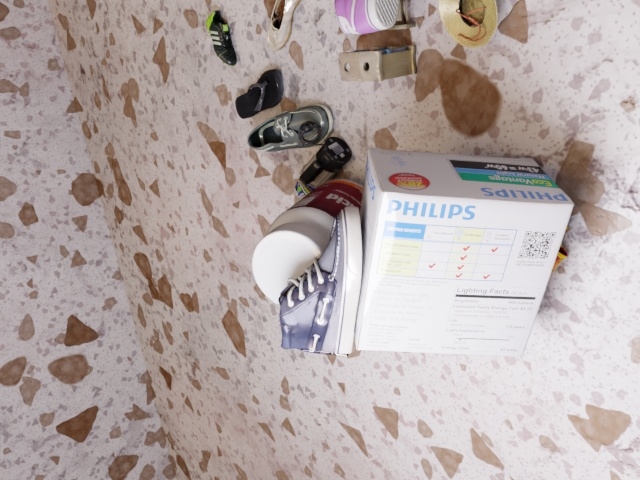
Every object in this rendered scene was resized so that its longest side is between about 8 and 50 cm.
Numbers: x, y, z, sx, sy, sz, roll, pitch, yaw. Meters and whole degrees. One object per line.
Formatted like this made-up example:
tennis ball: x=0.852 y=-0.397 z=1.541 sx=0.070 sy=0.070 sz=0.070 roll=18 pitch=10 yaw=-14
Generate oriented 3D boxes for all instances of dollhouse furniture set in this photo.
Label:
dollhouse furniture set: x=0.125 y=-0.463 z=1.338 sx=0.128 sy=0.129 sz=0.184 roll=16 pitch=120 yaw=45

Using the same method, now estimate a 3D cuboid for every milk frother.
milk frother: x=-0.013 y=-0.235 z=1.615 sx=0.134 sy=0.129 sz=0.143 roll=-43 pitch=67 yaw=49

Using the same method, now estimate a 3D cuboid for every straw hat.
straw hat: x=0.308 y=-0.464 z=1.178 sx=0.144 sy=0.061 sz=0.145 roll=36 pitch=148 yaw=27

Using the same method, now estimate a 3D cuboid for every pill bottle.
pill bottle: x=0.000 y=0.000 z=1.457 sx=0.223 sy=0.392 sz=0.224 roll=8 pitch=113 yaw=19

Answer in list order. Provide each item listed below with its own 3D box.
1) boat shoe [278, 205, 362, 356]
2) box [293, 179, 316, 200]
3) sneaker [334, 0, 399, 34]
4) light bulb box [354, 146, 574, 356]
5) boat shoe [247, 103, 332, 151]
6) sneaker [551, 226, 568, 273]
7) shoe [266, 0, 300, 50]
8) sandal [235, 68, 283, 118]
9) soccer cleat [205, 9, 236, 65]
boat shoe: x=-0.006 y=0.090 z=1.191 sx=0.127 sy=0.158 sz=0.341 roll=-94 pitch=7 yaw=-64
box: x=-0.003 y=-0.110 z=1.713 sx=0.169 sy=0.059 sz=0.054 roll=48 pitch=137 yaw=23
sneaker: x=0.101 y=-0.582 z=1.270 sx=0.161 sy=0.102 sz=0.282 roll=9 pitch=83 yaw=51
light bulb box: x=0.255 y=0.025 z=1.198 sx=0.225 sy=0.357 sz=0.361 roll=-95 pitch=10 yaw=-59
boat shoe: x=-0.093 y=-0.310 z=1.691 sx=0.319 sy=0.099 sz=0.116 roll=-3 pitch=103 yaw=49
sneaker: x=0.472 y=0.045 z=1.229 sx=0.067 sy=0.064 sz=0.175 roll=21 pitch=125 yaw=31
shoe: x=-0.109 y=-0.609 z=1.600 sx=0.077 sy=0.058 sz=0.219 roll=52 pitch=139 yaw=19
sandal: x=-0.192 y=-0.430 z=1.786 sx=0.254 sy=0.054 sz=0.097 roll=-24 pitch=88 yaw=52
soccer cleat: x=-0.302 y=-0.624 z=1.822 sx=0.072 sy=0.060 sz=0.179 roll=-35 pitch=77 yaw=50
